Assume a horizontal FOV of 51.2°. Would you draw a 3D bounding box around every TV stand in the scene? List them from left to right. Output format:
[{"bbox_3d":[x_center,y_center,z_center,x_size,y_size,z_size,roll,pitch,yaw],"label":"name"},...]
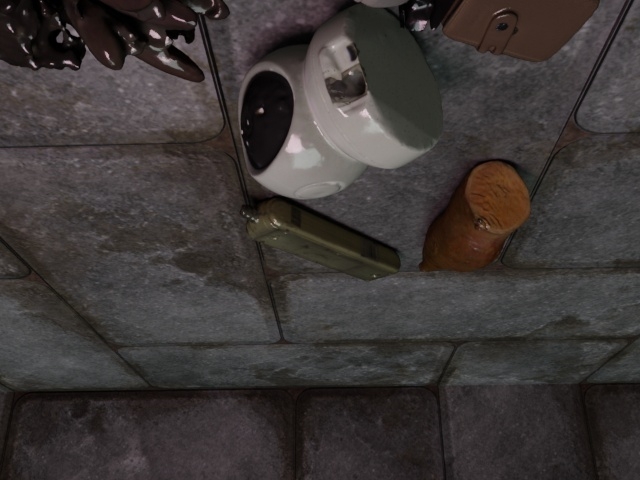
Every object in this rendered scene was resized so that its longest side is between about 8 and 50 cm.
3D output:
[{"bbox_3d":[0.149,-0.306,0.667,0.042,0.036,0.249,9,152,-16],"label":"TV stand"}]

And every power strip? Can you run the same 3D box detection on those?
[{"bbox_3d":[0.000,0.000,1.255,0.092,0.066,0.387,-22,149,39],"label":"power strip"}]

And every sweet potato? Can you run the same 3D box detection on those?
[{"bbox_3d":[0.252,-0.001,1.178,0.131,0.131,0.337,4,153,-9],"label":"sweet potato"}]

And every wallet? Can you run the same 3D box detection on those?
[{"bbox_3d":[0.225,-0.258,0.764,0.152,0.039,0.118,8,150,-19],"label":"wallet"}]

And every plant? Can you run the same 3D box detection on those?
[{"bbox_3d":[-0.245,-0.250,0.622,0.320,0.182,0.194,9,152,-8],"label":"plant"}]

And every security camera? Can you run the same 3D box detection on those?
[{"bbox_3d":[0.004,-0.151,0.812,0.236,0.195,0.194,-19,148,39],"label":"security camera"}]

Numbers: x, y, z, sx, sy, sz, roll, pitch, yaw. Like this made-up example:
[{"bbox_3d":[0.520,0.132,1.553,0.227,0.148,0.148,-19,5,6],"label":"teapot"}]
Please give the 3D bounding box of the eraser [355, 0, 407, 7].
[{"bbox_3d":[-0.026,-0.314,0.593,0.351,0.061,0.089,26,145,-30],"label":"eraser"}]
